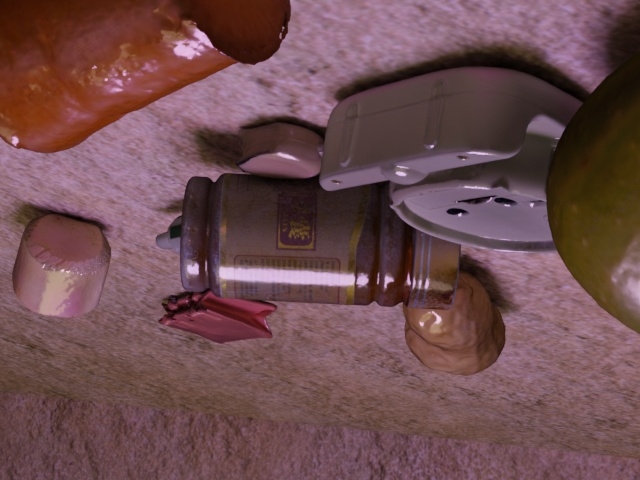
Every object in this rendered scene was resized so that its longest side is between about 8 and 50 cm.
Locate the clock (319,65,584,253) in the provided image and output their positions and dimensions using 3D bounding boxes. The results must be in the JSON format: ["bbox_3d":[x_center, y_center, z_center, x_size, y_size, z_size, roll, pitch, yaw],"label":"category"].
[{"bbox_3d":[0.187,-0.068,1.379,0.324,0.108,0.265,22,160,-36],"label":"clock"}]

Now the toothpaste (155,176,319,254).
[{"bbox_3d":[-0.084,-0.027,1.760,0.392,0.061,0.099,-12,145,42],"label":"toothpaste"}]

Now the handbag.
[{"bbox_3d":[-0.190,0.140,2.402,0.157,0.059,0.212,18,163,-28],"label":"handbag"}]

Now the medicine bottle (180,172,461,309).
[{"bbox_3d":[0.000,0.000,1.582,0.323,0.151,0.151,3,164,0],"label":"medicine bottle"}]

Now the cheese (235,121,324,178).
[{"bbox_3d":[-0.022,-0.102,1.497,0.171,0.047,0.092,-2,164,40],"label":"cheese"}]

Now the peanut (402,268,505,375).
[{"bbox_3d":[0.193,0.127,1.986,0.148,0.147,0.319,5,166,17],"label":"peanut"}]

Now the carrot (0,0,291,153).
[{"bbox_3d":[-0.172,-0.191,1.081,0.254,0.195,0.196,-16,151,41],"label":"carrot"}]

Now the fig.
[{"bbox_3d":[0.324,-0.059,1.118,0.258,0.258,0.326,7,147,9],"label":"fig"}]

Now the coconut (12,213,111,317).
[{"bbox_3d":[-0.399,0.047,2.029,0.147,0.147,0.152,13,129,-9],"label":"coconut"}]
